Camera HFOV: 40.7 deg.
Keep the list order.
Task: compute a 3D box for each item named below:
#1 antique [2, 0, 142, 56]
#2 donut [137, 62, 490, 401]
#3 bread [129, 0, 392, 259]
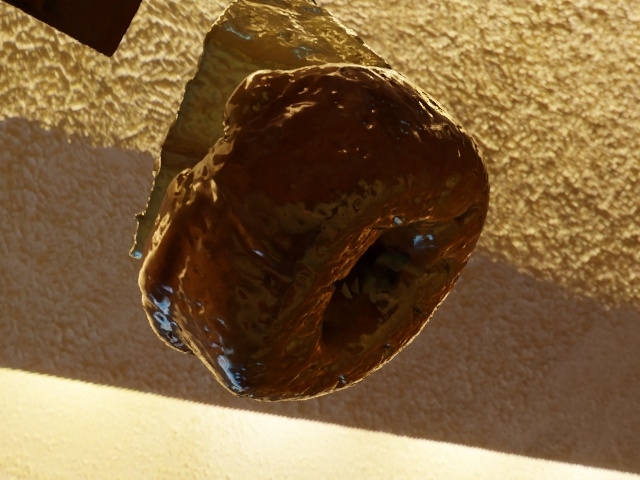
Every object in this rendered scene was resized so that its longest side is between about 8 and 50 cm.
[{"bbox_3d":[-0.216,-0.199,0.466,0.087,0.093,0.310,-61,-23,4],"label":"antique"},{"bbox_3d":[0.002,-0.001,0.530,0.227,0.114,0.226,-32,-33,-25],"label":"donut"},{"bbox_3d":[-0.043,-0.109,0.861,0.198,0.236,0.263,21,-60,-10],"label":"bread"}]
